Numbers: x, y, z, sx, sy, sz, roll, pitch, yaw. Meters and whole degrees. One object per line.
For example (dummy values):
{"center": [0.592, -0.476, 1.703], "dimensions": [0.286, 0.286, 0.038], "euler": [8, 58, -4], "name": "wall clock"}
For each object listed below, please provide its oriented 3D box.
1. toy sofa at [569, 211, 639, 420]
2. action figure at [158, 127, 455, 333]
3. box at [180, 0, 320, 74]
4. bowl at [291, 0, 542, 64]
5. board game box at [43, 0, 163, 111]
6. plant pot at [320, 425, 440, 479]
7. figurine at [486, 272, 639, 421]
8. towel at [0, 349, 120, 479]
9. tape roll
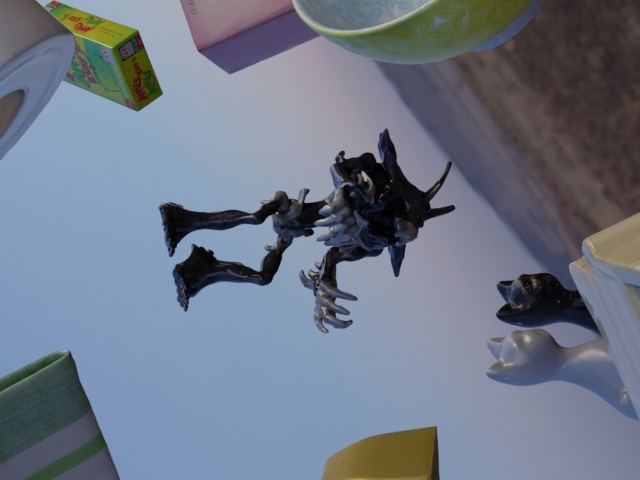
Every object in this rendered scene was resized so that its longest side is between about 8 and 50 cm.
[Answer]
{"center": [0.329, 0.133, 1.016], "dimensions": [0.177, 0.150, 0.363], "euler": [-146, 31, -83], "name": "toy sofa"}
{"center": [0.000, 0.000, 1.283], "dimensions": [0.141, 0.275, 0.164], "euler": [-108, 9, -51], "name": "action figure"}
{"center": [-0.044, -0.311, 1.635], "dimensions": [0.127, 0.232, 0.149], "euler": [23, -135, -75], "name": "box"}
{"center": [0.128, -0.271, 1.349], "dimensions": [0.156, 0.289, 0.289], "euler": [37, -164, -38], "name": "bowl"}
{"center": [-0.274, -0.225, 1.716], "dimensions": [0.181, 0.043, 0.092], "euler": [24, 144, 42], "name": "board game box"}
{"center": [0.042, 0.186, 1.010], "dimensions": [0.081, 0.083, 0.081], "euler": [-68, -25, -70], "name": "plant pot"}
{"center": [0.278, 0.105, 1.473], "dimensions": [0.215, 0.209, 0.092], "euler": [-63, -20, -63], "name": "figurine"}
{"center": [-0.246, 0.270, 1.057], "dimensions": [0.038, 0.248, 0.325], "euler": [28, 140, 53], "name": "towel"}
{"center": [-0.361, -0.120, 1.326], "dimensions": [0.100, 0.286, 0.286], "euler": [42, -173, -1], "name": "tape roll"}
